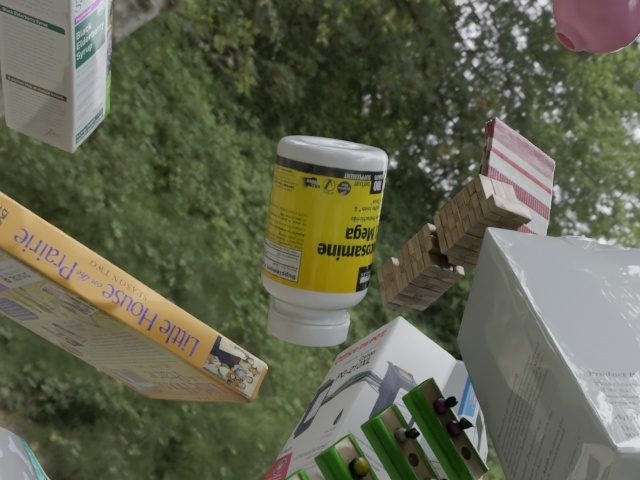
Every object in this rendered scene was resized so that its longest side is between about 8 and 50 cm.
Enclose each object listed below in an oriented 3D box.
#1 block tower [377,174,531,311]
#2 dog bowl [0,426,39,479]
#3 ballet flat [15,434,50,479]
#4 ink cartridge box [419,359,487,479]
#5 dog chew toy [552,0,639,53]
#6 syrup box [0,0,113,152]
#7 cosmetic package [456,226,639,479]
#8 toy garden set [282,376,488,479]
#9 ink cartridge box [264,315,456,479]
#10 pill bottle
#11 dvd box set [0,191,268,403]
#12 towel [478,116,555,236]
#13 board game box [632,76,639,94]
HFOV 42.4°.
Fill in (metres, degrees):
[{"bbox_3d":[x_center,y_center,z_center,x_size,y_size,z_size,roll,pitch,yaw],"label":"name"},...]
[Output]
[{"bbox_3d":[0.241,0.011,1.553,0.335,0.091,0.097,-45,-140,41],"label":"block tower"},{"bbox_3d":[-0.420,0.267,0.747,0.349,0.349,0.102,78,-7,-62],"label":"dog bowl"},{"bbox_3d":[-0.501,0.454,1.446,0.248,0.086,0.086,47,-14,24],"label":"ballet flat"},{"bbox_3d":[0.227,0.401,1.565,0.129,0.223,0.307,5,-43,22],"label":"ink cartridge box"},{"bbox_3d":[0.452,-0.390,1.123,0.206,0.332,0.206,46,3,-3],"label":"dog chew toy"},{"bbox_3d":[-0.303,-0.228,0.949,0.096,0.093,0.237,22,-43,3],"label":"syrup box"},{"bbox_3d":[0.269,0.136,0.731,0.385,0.217,0.156,-91,-170,-68],"label":"cosmetic package"},{"bbox_3d":[0.094,0.254,0.741,0.049,0.244,0.204,-38,-100,43],"label":"toy garden set"},{"bbox_3d":[0.045,0.229,1.010,0.100,0.237,0.172,39,-37,-7],"label":"ink cartridge box"},{"bbox_3d":[0.000,0.000,1.400,0.188,0.188,0.334,28,-66,57],"label":"pill bottle"},{"bbox_3d":[-0.311,0.089,1.074,0.420,0.062,0.307,37,-27,-26],"label":"dvd box set"},{"bbox_3d":[0.436,-0.085,1.863,0.237,0.329,0.037,28,-27,-32],"label":"towel"},{"bbox_3d":[0.711,-0.240,1.373,0.303,0.224,0.097,41,-36,15],"label":"board game box"}]
